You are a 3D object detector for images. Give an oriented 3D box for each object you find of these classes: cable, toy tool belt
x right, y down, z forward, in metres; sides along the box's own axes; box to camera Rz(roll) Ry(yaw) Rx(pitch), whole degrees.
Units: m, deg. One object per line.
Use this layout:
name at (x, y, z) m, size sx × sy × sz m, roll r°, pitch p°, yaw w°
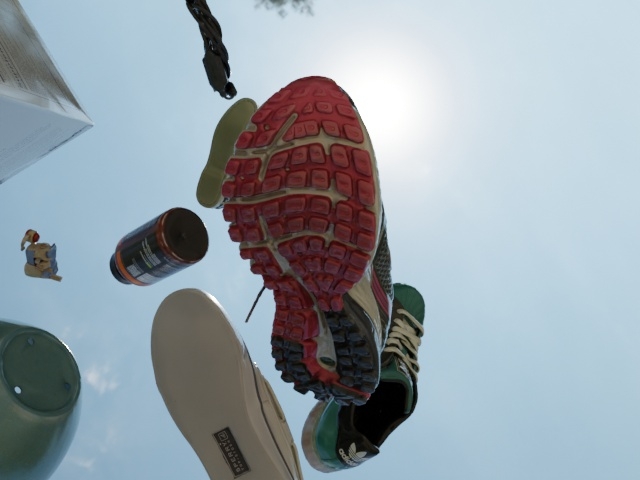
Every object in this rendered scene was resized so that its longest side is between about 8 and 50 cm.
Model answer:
cable at (-0.175, -0.326, 1.291) m, size 0.151 × 0.047 × 0.185 m, roll -104°, pitch -2°, yaw -58°
toy tool belt at (-0.406, 0.023, 1.173) m, size 0.051 × 0.083 × 0.052 m, roll 16°, pitch -142°, yaw 11°

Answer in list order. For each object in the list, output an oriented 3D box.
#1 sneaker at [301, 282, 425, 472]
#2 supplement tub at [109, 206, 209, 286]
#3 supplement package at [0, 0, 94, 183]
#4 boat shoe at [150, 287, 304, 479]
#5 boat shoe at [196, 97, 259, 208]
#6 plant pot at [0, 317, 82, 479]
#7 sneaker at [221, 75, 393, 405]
sneaker at (0.090, 0.172, 1.051) m, size 0.108 × 0.121 × 0.302 m, roll 44°, pitch -128°, yaw -20°
supplement tub at (-0.292, 0.019, 1.404) m, size 0.106 × 0.197 × 0.106 m, roll 22°, pitch -123°, yaw -40°
supplement package at (-0.323, -0.122, 0.540) m, size 0.198 × 0.199 × 0.263 m, roll 59°, pitch -178°, yaw -2°
boat shoe at (-0.084, 0.171, 0.803) m, size 0.268 × 0.096 × 0.088 m, roll 62°, pitch -170°, yaw 2°
boat shoe at (-0.171, -0.168, 1.553) m, size 0.081 × 0.228 × 0.068 m, roll 29°, pitch -170°, yaw 23°
plant pot at (-0.451, 0.224, 1.119) m, size 0.290 × 0.195 × 0.290 m, roll 41°, pitch -150°, yaw -30°
sneaker at (0.000, 0.000, 0.645) m, size 0.120 × 0.299 × 0.112 m, roll 9°, pitch -137°, yaw 15°
